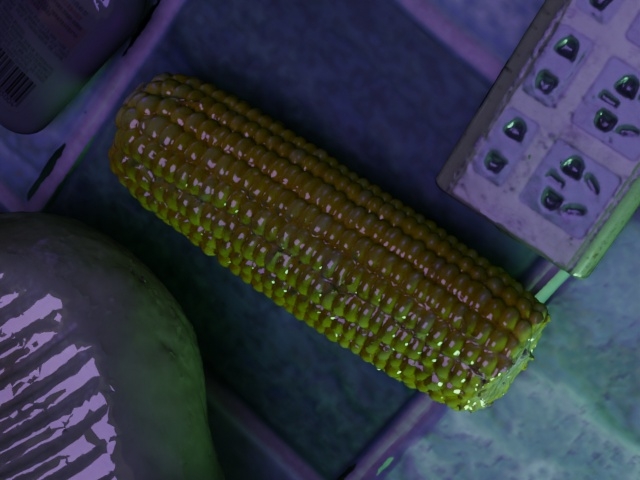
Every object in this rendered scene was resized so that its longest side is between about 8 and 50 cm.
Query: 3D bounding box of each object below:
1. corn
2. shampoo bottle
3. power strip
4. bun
[{"bbox_3d":[0.000,0.000,0.632,0.248,0.081,0.081,34,112,9],"label":"corn"},{"bbox_3d":[-0.136,-0.135,0.671,0.165,0.040,0.080,-42,86,23],"label":"shampoo bottle"},{"bbox_3d":[0.155,-0.106,0.572,0.092,0.034,0.268,35,112,10],"label":"power strip"},{"bbox_3d":[-0.174,0.122,0.686,0.272,0.168,0.273,0,91,17],"label":"bun"}]
